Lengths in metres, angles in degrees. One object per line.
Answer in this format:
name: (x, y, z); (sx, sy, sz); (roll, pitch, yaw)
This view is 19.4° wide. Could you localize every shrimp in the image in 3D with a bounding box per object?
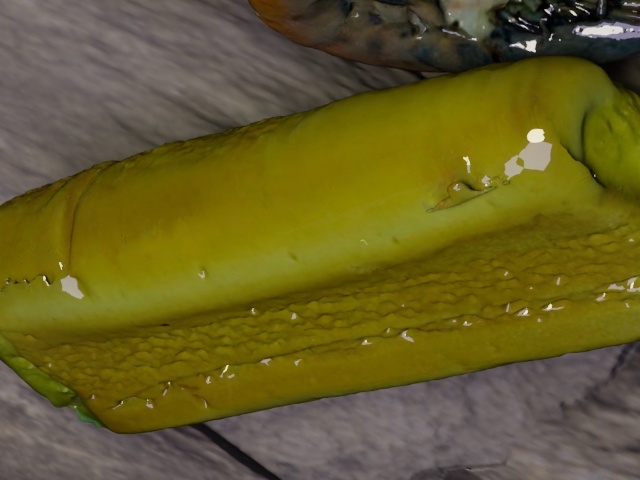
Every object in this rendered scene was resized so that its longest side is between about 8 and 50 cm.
shrimp: (0.083, -0.117, 0.778); (0.262, 0.051, 0.198); (0, 167, 19)

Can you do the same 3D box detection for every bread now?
bread: (0.000, 0.000, 0.911); (0.383, 0.112, 0.166); (-14, 137, 31)
